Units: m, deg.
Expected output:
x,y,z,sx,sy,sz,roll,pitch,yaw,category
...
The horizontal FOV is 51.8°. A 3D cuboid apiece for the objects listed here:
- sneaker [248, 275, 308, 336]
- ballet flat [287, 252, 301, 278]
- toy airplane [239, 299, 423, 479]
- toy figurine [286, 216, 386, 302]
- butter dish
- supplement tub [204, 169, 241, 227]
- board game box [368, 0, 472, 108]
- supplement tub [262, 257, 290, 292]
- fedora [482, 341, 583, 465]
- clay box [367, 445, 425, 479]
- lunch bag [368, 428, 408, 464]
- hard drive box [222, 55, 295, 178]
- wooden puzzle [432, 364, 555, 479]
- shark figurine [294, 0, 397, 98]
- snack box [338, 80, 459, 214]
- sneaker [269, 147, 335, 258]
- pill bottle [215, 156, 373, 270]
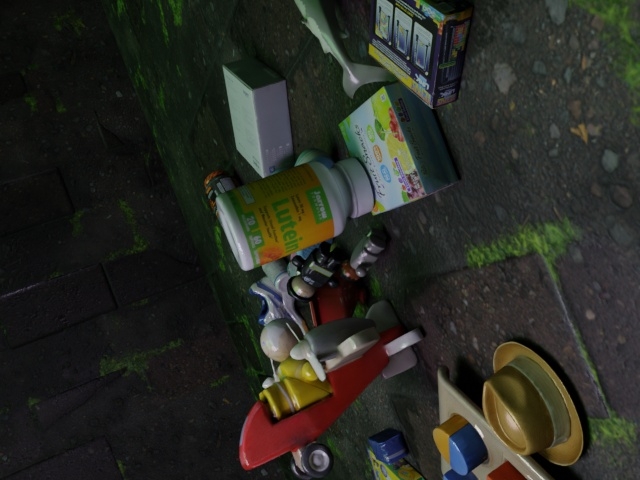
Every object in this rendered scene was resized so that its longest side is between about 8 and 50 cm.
x,y,z,sx,sy,sz,roll,pitch,yaw,category
-0.123,0.247,1.998,0.297,0.130,0.112,68,158,0,sneaker
-0.039,0.048,1.684,0.079,0.077,0.222,38,148,21,ballet flat
0.009,0.243,1.299,0.272,0.384,0.386,44,112,7,toy airplane
0.000,0.000,1.288,0.213,0.209,0.148,55,133,20,toy figurine
0.045,0.120,1.468,0.160,0.118,0.160,-67,-28,-53,butter dish
-0.290,-0.126,2.085,0.190,0.116,0.117,57,157,31,supplement tub
0.133,-0.289,0.919,0.170,0.048,0.141,53,157,37,board game box
-0.119,0.095,1.924,0.107,0.071,0.071,49,152,45,supplement tub
0.296,0.250,0.975,0.194,0.079,0.194,53,154,40,fedora
0.198,0.599,1.614,0.222,0.053,0.128,24,132,64,clay box
0.162,0.499,1.588,0.065,0.067,0.098,69,161,1,lunch bag
-0.147,-0.296,1.583,0.181,0.089,0.232,47,151,46,hard drive box
0.291,0.434,1.134,0.348,0.080,0.322,49,157,46,wooden puzzle
0.025,-0.369,1.061,0.166,0.116,0.278,39,-158,-54,shark figurine
0.119,-0.144,1.066,0.175,0.070,0.207,69,162,0,snack box
-0.059,-0.122,1.474,0.208,0.127,0.319,55,155,32,sneaker
-0.040,-0.054,1.116,0.136,0.245,0.136,159,90,-78,pill bottle
